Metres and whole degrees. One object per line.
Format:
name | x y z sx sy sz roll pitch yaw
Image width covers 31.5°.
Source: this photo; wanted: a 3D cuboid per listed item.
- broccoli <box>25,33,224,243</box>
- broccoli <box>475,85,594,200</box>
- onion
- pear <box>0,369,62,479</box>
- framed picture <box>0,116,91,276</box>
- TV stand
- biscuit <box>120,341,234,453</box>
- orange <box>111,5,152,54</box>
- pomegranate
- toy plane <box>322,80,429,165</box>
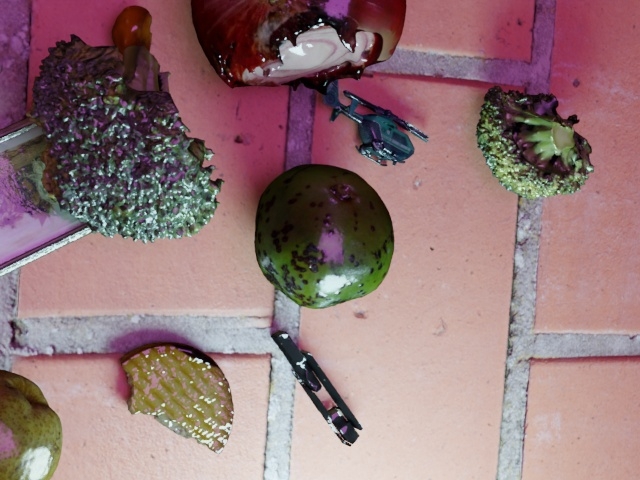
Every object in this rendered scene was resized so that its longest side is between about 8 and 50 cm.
broccoli | -0.316 -0.150 1.708 0.249 0.302 0.375 -37 135 4
broccoli | 0.393 -0.185 2.093 0.198 0.176 0.226 -40 130 -30
onion | -0.047 -0.393 1.794 0.341 0.341 0.341 -2 94 -25
pear | -0.501 0.294 1.692 0.211 0.188 0.228 -45 108 -13
framed picture | -0.448 -0.083 1.789 0.274 0.017 0.217 -30 106 -21
TV stand | -0.006 0.258 2.007 0.042 0.036 0.249 -39 108 -17
biscuit | -0.235 0.268 1.903 0.176 0.031 0.228 -25 105 -21
orange | -0.302 -0.330 1.811 0.062 0.086 0.086 2 92 -2
pomegranate | 0.000 0.000 1.892 0.254 0.270 0.254 6 54 -9
toy plane | 0.094 -0.202 2.013 0.235 0.060 0.096 28 74 -27
